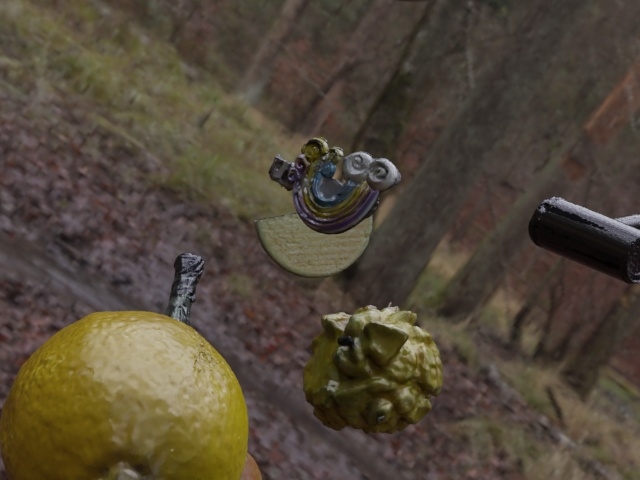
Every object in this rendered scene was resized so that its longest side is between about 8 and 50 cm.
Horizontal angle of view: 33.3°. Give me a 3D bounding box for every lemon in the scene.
[{"bbox_3d":[-0.211,0.210,1.164,0.293,0.293,0.293,35,5,-4],"label":"lemon"}]

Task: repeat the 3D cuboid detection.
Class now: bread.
[{"bbox_3d":[-0.003,0.004,1.694,0.036,0.193,0.112,156,-78,-77],"label":"bread"}]

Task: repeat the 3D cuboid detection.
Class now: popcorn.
[{"bbox_3d":[0.072,0.186,1.573,0.218,0.189,0.169,-3,-4,25],"label":"popcorn"}]

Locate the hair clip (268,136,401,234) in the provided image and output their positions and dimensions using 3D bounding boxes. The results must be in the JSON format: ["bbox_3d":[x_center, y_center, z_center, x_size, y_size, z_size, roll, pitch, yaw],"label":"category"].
[{"bbox_3d":[0.011,-0.067,1.361,0.172,0.116,0.049,21,3,31],"label":"hair clip"}]

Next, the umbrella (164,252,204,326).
[{"bbox_3d":[-0.199,0.105,1.517,0.046,0.188,0.050,-12,-37,29],"label":"umbrella"}]

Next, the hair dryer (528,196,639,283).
[{"bbox_3d":[0.494,-0.018,1.724,0.251,0.089,0.197,-14,25,-33],"label":"hair dryer"}]

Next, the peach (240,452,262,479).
[{"bbox_3d":[-0.199,0.440,1.840,0.214,0.235,0.214,6,24,-3],"label":"peach"}]
